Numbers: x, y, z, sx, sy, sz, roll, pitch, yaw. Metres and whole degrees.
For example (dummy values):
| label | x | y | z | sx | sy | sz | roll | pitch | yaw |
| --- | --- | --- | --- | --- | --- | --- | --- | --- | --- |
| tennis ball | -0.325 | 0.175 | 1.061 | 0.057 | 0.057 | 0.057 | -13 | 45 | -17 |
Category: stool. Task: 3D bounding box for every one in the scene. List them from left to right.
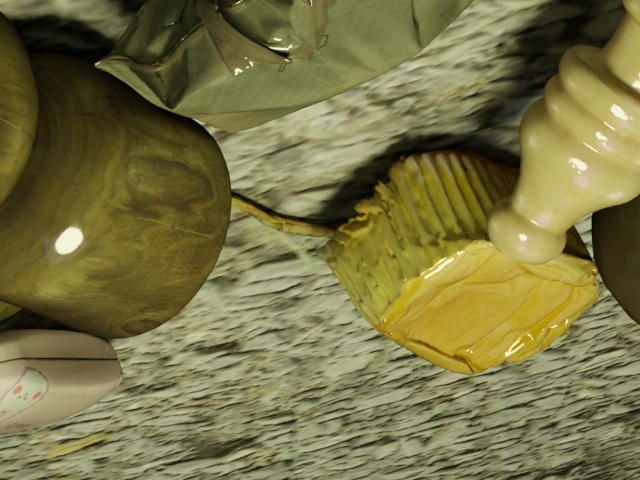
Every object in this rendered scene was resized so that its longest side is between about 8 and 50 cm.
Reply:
| label | x | y | z | sx | sy | sz | roll | pitch | yaw |
| --- | --- | --- | --- | --- | --- | --- | --- | --- | --- |
| stool | -0.206 | -0.049 | 1.152 | 0.179 | 0.179 | 0.264 | -31 | 147 | 23 |

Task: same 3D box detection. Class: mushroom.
| label | x | y | z | sx | sy | sz | roll | pitch | yaw |
| --- | --- | --- | --- | --- | --- | --- | --- | --- | --- |
| mushroom | 0.002 | -0.006 | 1.493 | 0.026 | 0.028 | 0.286 | 15 | 174 | 42 |

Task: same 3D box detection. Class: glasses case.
| label | x | y | z | sx | sy | sz | roll | pitch | yaw |
| --- | --- | --- | --- | --- | --- | --- | --- | --- | --- |
| glasses case | -0.258 | 0.120 | 1.443 | 0.113 | 0.075 | 0.297 | -22 | 170 | 11 |

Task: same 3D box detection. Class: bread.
| label | x | y | z | sx | sy | sz | roll | pitch | yaw |
| --- | --- | --- | --- | --- | --- | --- | --- | --- | --- |
| bread | 0.123 | 0.016 | 1.474 | 0.179 | 0.133 | 0.250 | -38 | 146 | 28 |

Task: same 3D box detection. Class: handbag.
| label | x | y | z | sx | sy | sz | roll | pitch | yaw |
| --- | --- | --- | --- | --- | --- | --- | --- | --- | --- |
| handbag | -0.016 | -0.157 | 1.134 | 0.270 | 0.117 | 0.182 | -30 | 163 | 24 |

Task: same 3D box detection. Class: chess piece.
| label | x | y | z | sx | sy | sz | roll | pitch | yaw |
| --- | --- | --- | --- | --- | --- | --- | --- | --- | --- |
| chess piece | 0.221 | -0.105 | 1.267 | 0.307 | 0.124 | 0.139 | -55 | 162 | 26 |

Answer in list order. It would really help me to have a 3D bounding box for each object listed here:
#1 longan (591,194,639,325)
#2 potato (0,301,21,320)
| label | x | y | z | sx | sy | sz | roll | pitch | yaw |
| --- | --- | --- | --- | --- | --- | --- | --- | --- | --- |
| longan | 0.364 | -0.034 | 1.400 | 0.300 | 0.243 | 0.300 | -22 | 156 | -10 |
| potato | -0.309 | 0.040 | 1.337 | 0.225 | 0.090 | 0.117 | -25 | 156 | 26 |
